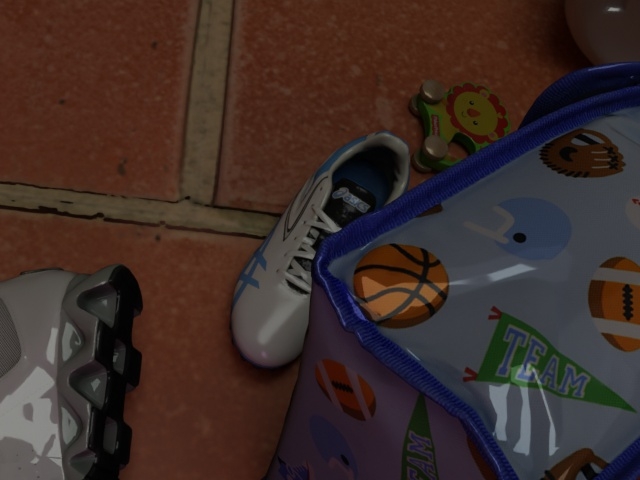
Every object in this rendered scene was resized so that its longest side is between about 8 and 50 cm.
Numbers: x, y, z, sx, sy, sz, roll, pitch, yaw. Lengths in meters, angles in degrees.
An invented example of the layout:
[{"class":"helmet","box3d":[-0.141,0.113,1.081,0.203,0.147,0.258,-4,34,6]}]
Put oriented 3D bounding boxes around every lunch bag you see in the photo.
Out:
[{"class":"lunch bag","box3d":[0.166,0.070,0.699,0.385,0.328,0.239,-30,65,-26]}]

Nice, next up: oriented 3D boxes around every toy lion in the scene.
[{"class":"toy lion","box3d":[0.134,-0.106,0.963,0.096,0.034,0.100,10,61,-17]}]

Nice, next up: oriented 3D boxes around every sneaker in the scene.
[{"class":"sneaker","box3d":[-0.212,0.177,0.698,0.146,0.122,0.330,-2,63,6]},{"class":"sneaker","box3d":[0.000,0.000,0.844,0.085,0.086,0.237,31,62,2]}]

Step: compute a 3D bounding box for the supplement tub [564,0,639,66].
[{"class":"supplement tub","box3d":[0.379,-0.330,1.017,0.235,0.235,0.325,19,60,-3]}]
